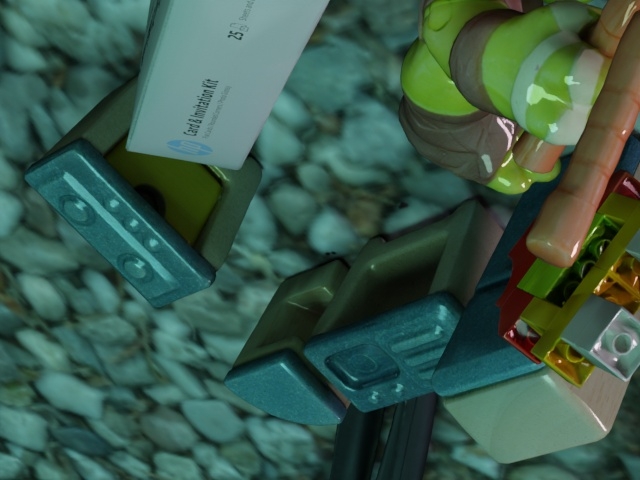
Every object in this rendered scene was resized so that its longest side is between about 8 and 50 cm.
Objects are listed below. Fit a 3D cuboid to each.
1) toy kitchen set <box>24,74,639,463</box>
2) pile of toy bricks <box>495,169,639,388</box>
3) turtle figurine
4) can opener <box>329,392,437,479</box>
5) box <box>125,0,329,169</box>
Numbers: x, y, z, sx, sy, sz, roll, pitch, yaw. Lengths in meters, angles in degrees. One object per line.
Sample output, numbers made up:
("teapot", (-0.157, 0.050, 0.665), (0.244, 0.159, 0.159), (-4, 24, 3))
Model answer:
("toy kitchen set", (0.000, 0.000, 0.667), (0.207, 0.122, 0.166), (-23, 117, 43))
("pile of toy bricks", (0.149, -0.031, 0.539), (0.118, 0.212, 0.105), (38, 177, -20))
("turtle figurine", (0.045, -0.093, 0.475), (0.087, 0.269, 0.217), (-3, 159, 5))
("can opener", (0.023, 0.120, 0.831), (0.059, 0.073, 0.186), (30, 132, 12))
("box", (-0.015, -0.128, 0.465), (0.038, 0.186, 0.145), (9, 164, -10))
